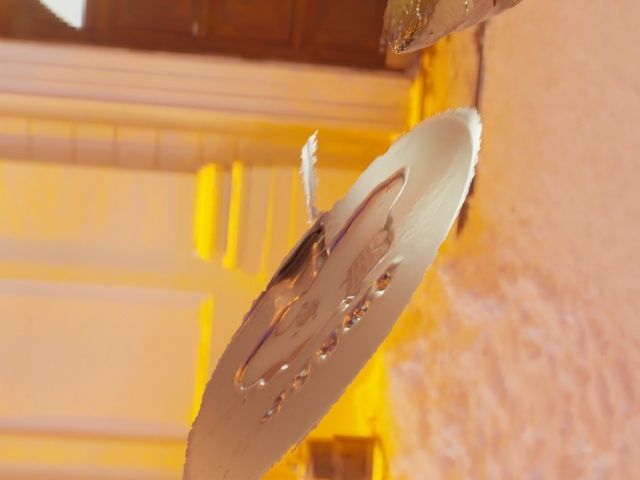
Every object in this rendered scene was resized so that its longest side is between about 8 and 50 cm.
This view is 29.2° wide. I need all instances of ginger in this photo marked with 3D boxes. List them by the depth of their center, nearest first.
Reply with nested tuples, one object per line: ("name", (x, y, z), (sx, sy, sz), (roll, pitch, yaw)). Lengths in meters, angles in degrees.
("ginger", (0.079, -0.142, 0.717), (0.057, 0.137, 0.044), (-36, 86, 39))

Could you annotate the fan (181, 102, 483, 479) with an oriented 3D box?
("fan", (0.001, 0.000, 0.559), (0.191, 0.009, 0.329), (-51, 14, 13))
